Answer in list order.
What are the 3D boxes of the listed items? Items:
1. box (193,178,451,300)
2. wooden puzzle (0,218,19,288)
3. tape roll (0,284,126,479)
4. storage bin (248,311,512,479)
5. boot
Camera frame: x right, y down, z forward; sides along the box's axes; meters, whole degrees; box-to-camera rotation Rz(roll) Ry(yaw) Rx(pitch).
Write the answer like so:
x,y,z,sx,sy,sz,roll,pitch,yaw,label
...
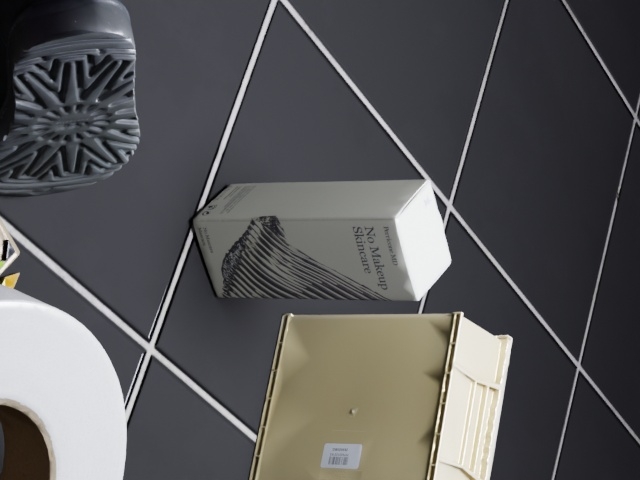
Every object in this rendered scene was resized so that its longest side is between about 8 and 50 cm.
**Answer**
x,y,z,sx,sy,sz,roll,pitch,yaw,label
0.000,0.000,1.925,0.094,0.275,0.113,-46,126,-47,box
-0.327,0.008,1.668,0.116,0.014,0.078,59,43,-36,wooden puzzle
-0.334,0.226,1.500,0.392,0.072,0.392,-26,126,-43,tape roll
0.069,0.221,2.034,0.123,0.262,0.260,34,61,-50,storage bin
-0.273,-0.308,1.623,0.146,0.367,0.445,-6,69,-20,boot
